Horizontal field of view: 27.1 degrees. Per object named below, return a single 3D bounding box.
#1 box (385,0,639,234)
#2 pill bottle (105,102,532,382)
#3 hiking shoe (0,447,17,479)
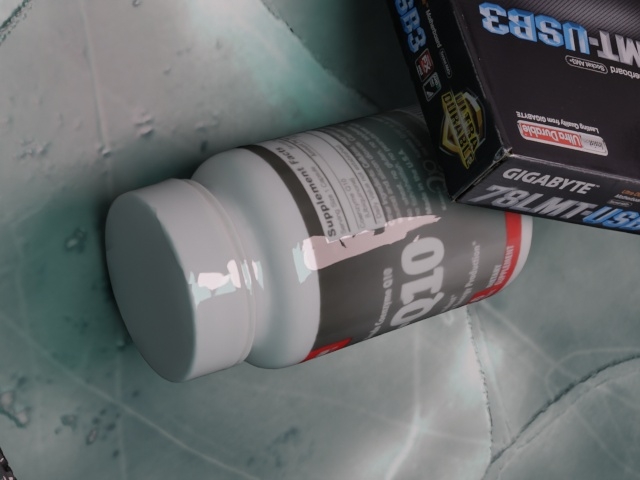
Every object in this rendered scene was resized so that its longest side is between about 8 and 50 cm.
[{"bbox_3d":[0.187,-0.147,1.022,0.295,0.073,0.293,8,54,-34],"label":"box"},{"bbox_3d":[0.000,0.000,0.970,0.283,0.161,0.161,-17,108,-30],"label":"pill bottle"},{"bbox_3d":[-0.272,0.150,0.878,0.114,0.086,0.227,-27,104,-17],"label":"hiking shoe"}]
